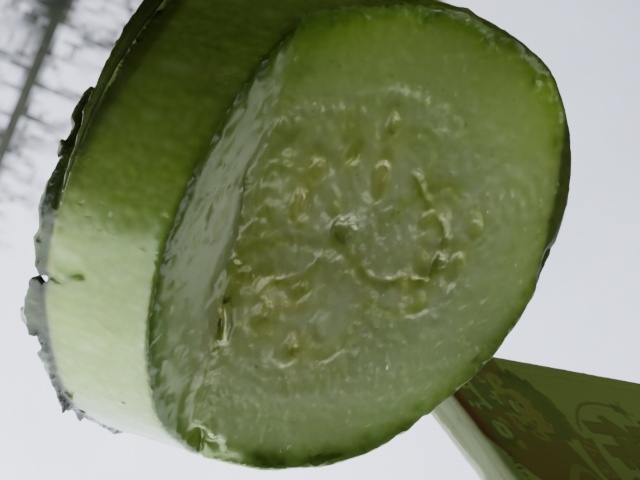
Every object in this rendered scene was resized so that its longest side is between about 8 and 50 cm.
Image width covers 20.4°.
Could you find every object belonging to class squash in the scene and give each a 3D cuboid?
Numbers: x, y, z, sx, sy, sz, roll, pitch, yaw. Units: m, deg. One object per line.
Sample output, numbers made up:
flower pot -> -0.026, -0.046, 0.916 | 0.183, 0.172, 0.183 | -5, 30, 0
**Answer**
squash -> -0.013, -0.003, 0.702 | 0.133, 0.220, 0.220 | 26, -160, 28

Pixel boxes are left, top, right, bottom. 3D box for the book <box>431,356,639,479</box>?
book -> 0.153, 0.124, 0.906 | 0.232, 0.022, 0.162 | 12, -146, -48
